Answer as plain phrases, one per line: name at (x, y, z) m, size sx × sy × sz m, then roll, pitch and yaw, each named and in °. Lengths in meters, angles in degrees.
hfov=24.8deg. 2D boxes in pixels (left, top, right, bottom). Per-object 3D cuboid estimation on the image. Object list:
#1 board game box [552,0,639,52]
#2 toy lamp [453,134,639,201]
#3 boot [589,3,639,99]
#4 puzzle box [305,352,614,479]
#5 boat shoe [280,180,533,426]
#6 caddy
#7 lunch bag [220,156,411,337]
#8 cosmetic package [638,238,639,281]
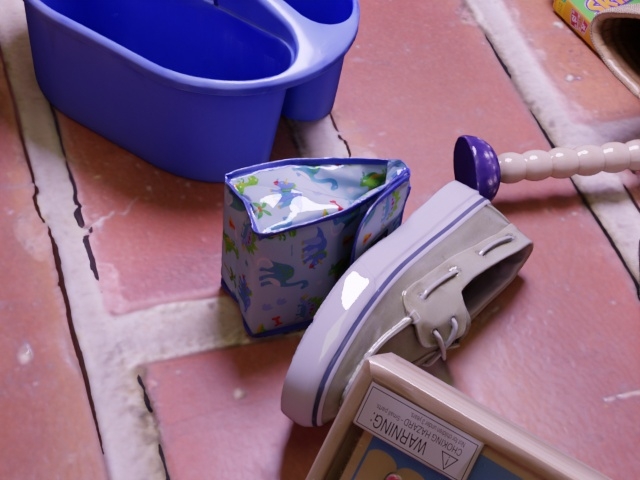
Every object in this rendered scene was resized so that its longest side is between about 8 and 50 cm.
board game box at (0.351, -0.206, 1.506) m, size 0.124 × 0.039 × 0.259 m, roll -18°, pitch 53°, yaw -23°
toy lamp at (0.265, -0.074, 1.344) m, size 0.274 × 0.080 × 0.080 m, roll -8°, pitch 48°, yaw -11°
boot at (0.398, -0.157, 1.344) m, size 0.203 × 0.095 × 0.262 m, roll -15°, pitch 43°, yaw -41°
puzzle box at (0.143, 0.283, 0.878) m, size 0.409 × 0.272 × 0.052 m, roll 29°, pitch 11°, yaw 21°
boat shoe at (0.078, 0.052, 1.184) m, size 0.094 × 0.109 × 0.302 m, roll 29°, pitch 47°, yaw 18°
caddy at (-0.128, -0.213, 1.364) m, size 0.341 × 0.179 × 0.241 m, roll 29°, pitch 49°, yaw 20°
lunch bag at (0.000, 0.000, 1.207) m, size 0.151 × 0.129 × 0.096 m, roll -15°, pitch 49°, yaw -22°
cosmetic package at (0.347, -0.034, 1.200) m, size 0.127 × 0.238 × 0.107 m, roll 9°, pitch 46°, yaw 1°
